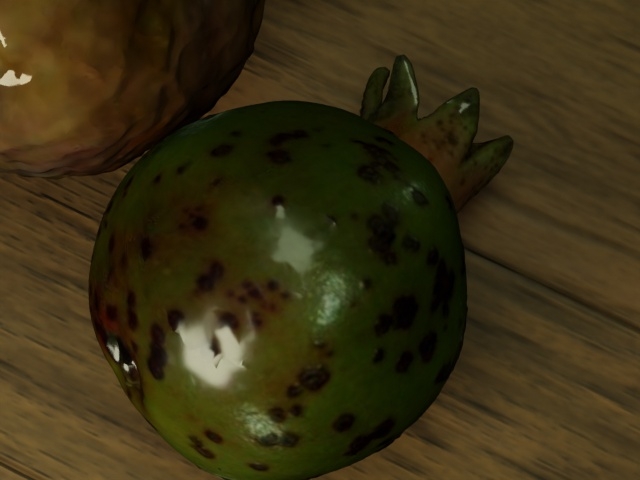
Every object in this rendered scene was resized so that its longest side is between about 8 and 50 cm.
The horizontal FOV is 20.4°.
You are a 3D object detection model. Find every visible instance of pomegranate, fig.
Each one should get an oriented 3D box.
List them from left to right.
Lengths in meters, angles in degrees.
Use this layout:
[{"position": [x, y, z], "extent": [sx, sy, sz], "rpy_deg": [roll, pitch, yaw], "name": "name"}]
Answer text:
[{"position": [-0.228, -0.158, 1.047], "extent": [0.368, 0.286, 0.286], "rpy_deg": [-14, 71, 24], "name": "fig"}, {"position": [0.000, -0.002, 1.003], "extent": [0.231, 0.231, 0.286], "rpy_deg": [37, 76, 9], "name": "pomegranate"}]
